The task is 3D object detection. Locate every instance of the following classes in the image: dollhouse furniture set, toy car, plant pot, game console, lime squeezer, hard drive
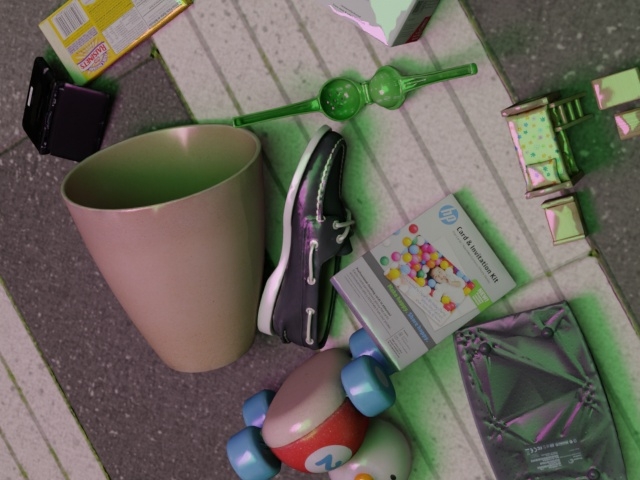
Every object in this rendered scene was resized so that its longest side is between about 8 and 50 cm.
[{"bbox_3d":[0.321,-0.093,1.540,0.161,0.101,0.182,-16,96,23],"label":"dollhouse furniture set"},{"bbox_3d":[0.043,0.271,1.681,0.219,0.210,0.238,-34,101,16],"label":"toy car"},{"bbox_3d":[-0.177,0.024,1.693,0.256,0.256,0.274,0,118,21],"label":"plant pot"},{"bbox_3d":[-0.354,-0.180,1.808,0.107,0.071,0.122,50,133,36],"label":"game console"},{"bbox_3d":[0.051,-0.187,1.620,0.310,0.110,0.059,-10,80,18],"label":"lime squeezer"},{"bbox_3d":[0.280,0.209,1.646,0.172,0.054,0.255,-17,95,23],"label":"hard drive"}]

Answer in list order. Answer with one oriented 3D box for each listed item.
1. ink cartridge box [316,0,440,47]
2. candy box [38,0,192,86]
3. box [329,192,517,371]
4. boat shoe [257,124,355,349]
[{"bbox_3d":[0.092,-0.340,1.558,0.127,0.128,0.176,34,110,11],"label":"ink cartridge box"},{"bbox_3d":[-0.278,-0.304,1.758,0.206,0.027,0.105,-32,93,23],"label":"candy box"},{"bbox_3d":[0.129,0.053,1.628,0.186,0.038,0.145,-34,87,-11],"label":"box"},{"bbox_3d":[0.000,0.000,1.681,0.091,0.114,0.302,21,120,16],"label":"boat shoe"}]
